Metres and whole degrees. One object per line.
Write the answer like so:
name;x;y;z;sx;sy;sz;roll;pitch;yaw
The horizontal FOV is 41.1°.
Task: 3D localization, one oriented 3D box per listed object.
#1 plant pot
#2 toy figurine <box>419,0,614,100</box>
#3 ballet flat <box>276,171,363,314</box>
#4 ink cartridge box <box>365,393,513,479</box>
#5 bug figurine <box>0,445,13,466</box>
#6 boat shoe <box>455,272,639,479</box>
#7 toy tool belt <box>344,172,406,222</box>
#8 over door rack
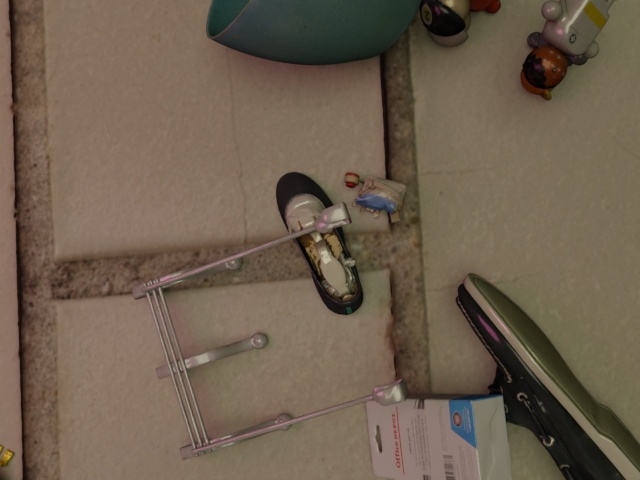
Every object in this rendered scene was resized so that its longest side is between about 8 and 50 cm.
plant pot;0.016;-0.327;1.031;0.195;0.290;0.290;26;88;-23
toy figurine;0.232;-0.268;1.024;0.210;0.213;0.148;35;100;3
ballet flat;0.000;0.000;1.092;0.074;0.074;0.203;-25;85;2
ink cartridge box;0.141;0.241;1.042;0.060;0.180;0.104;-3;85;-40
bug figurine;-0.446;0.413;1.098;0.216;0.072;0.279;21;88;5
boat shoe;0.261;0.196;1.037;0.113;0.127;0.340;-42;89;21
toy tool belt;0.067;-0.055;1.100;0.083;0.052;0.051;13;79;6
over door rack;-0.059;0.119;1.056;0.324;0.108;0.239;-21;85;24
